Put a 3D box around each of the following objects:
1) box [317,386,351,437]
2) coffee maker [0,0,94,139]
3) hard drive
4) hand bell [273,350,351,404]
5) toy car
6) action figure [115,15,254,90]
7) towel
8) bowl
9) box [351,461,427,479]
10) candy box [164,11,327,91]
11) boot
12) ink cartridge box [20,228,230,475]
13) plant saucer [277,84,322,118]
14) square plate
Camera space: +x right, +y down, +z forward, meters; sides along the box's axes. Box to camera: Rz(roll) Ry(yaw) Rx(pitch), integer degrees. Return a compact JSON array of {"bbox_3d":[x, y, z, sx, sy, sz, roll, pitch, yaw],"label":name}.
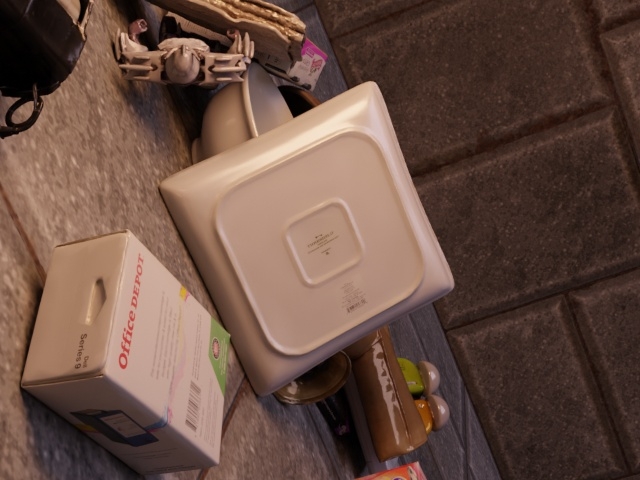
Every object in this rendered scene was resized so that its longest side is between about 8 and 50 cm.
[{"bbox_3d":[0.009,0.248,1.748,0.116,0.029,0.162,-93,161,-55],"label":"box"},{"bbox_3d":[-0.303,-0.220,0.923,0.178,0.120,0.171,50,24,-56],"label":"coffee maker"},{"bbox_3d":[0.074,0.244,1.876,0.233,0.047,0.353,-15,89,-80],"label":"hard drive"},{"bbox_3d":[-0.049,0.128,1.584,0.126,0.126,0.242,58,5,-44],"label":"hand bell"},{"bbox_3d":[0.169,0.339,2.086,0.136,0.159,0.182,116,-35,-57],"label":"toy car"},{"bbox_3d":[-0.190,-0.259,1.398,0.285,0.185,0.099,-116,-142,-77],"label":"action figure"},{"bbox_3d":[-0.152,-0.333,1.454,0.187,0.282,0.049,137,-24,-89],"label":"towel"},{"bbox_3d":[-0.108,-0.113,1.554,0.298,0.134,0.298,-20,90,-78],"label":"bowl"},{"bbox_3d":[0.145,0.524,1.624,0.142,0.154,0.300,-88,156,-59],"label":"box"},{"bbox_3d":[-0.119,-0.329,1.648,0.071,0.233,0.159,-66,168,5],"label":"candy box"},{"bbox_3d":[0.078,0.245,1.700,0.236,0.089,0.269,-17,92,-48],"label":"boot"},{"bbox_3d":[-0.177,0.113,0.967,0.212,0.093,0.154,57,28,-50],"label":"ink cartridge box"},{"bbox_3d":[-0.027,-0.133,1.738,0.278,0.041,0.278,33,-48,47],"label":"plant saucer"},{"bbox_3d":[0.000,0.000,1.412,0.344,0.347,0.049,67,-16,-15],"label":"square plate"}]
